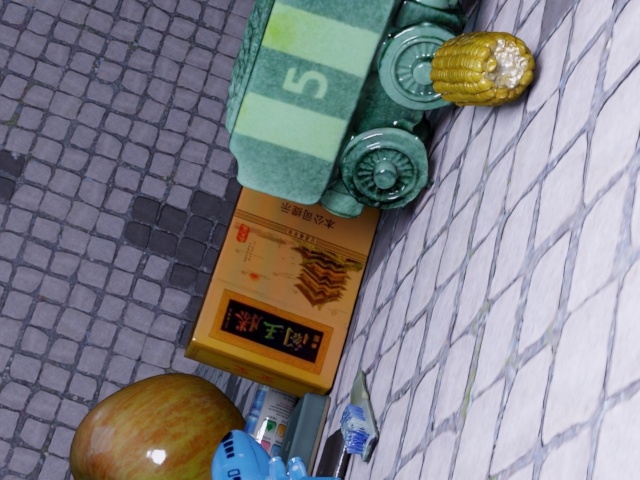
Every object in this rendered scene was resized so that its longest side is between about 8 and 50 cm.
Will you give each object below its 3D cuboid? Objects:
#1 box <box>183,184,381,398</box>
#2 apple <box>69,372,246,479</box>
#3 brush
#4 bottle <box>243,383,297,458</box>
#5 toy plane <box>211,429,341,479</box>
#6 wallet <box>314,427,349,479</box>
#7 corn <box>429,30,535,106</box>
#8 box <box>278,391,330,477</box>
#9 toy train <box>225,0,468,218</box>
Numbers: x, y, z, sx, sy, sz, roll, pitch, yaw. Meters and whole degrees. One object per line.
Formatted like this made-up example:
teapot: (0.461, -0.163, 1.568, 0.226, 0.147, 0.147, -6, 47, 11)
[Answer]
box: (-0.039, 0.038, 1.604, 0.076, 0.174, 0.274, 122, 166, -65)
apple: (-0.204, 0.305, 1.842, 0.264, 0.264, 0.264, -161, 90, -83)
brush: (0.033, 0.168, 1.298, 0.178, 0.030, 0.033, -100, 21, -75)
bottle: (-0.078, 0.273, 1.747, 0.060, 0.060, 0.217, 133, 155, -73)
toy plane: (-0.052, 0.280, 1.245, 0.254, 0.105, 0.271, -55, 23, 26)
wallet: (0.001, 0.264, 1.321, 0.082, 0.018, 0.157, 129, 159, -68)
corn: (0.140, -0.151, 1.166, 0.207, 0.068, 0.068, -142, 72, -82)
box: (-0.026, 0.241, 1.531, 0.091, 0.031, 0.126, 122, 167, -59)
toy train: (0.029, -0.170, 1.386, 0.167, 0.238, 0.299, -92, 21, -63)
